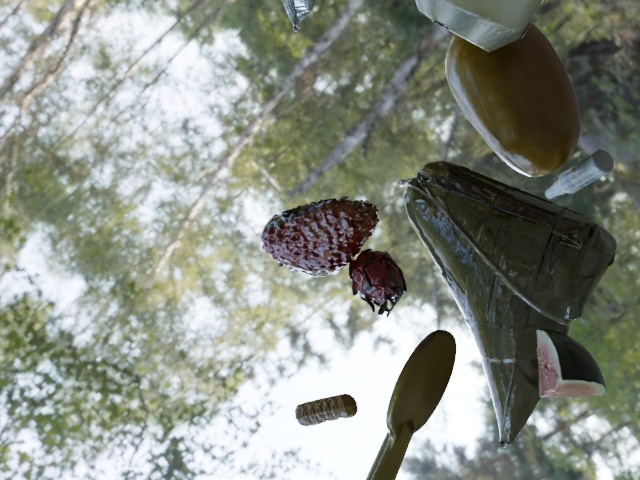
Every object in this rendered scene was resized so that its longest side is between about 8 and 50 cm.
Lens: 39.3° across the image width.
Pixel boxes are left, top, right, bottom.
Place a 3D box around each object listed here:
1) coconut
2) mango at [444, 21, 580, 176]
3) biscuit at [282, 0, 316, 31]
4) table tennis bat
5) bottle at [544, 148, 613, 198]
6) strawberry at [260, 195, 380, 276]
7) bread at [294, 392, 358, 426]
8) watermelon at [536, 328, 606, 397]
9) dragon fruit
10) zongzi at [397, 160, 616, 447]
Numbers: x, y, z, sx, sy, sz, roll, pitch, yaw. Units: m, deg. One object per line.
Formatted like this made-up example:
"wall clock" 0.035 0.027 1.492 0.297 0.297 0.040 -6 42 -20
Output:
"coconut" 0.357 -0.580 1.928 0.323 0.323 0.323 45 -164 -17
"mango" 0.461 -0.348 2.124 0.300 0.232 0.446 2 -123 -35
"biscuit" -0.021 -0.662 2.100 0.079 0.309 0.186 16 172 6
"table tennis bat" 0.157 0.305 1.572 0.050 0.321 0.198 25 -178 30
"bottle" 0.599 -0.147 2.108 0.060 0.060 0.217 50 152 -1
"strawberry" 0.000 0.000 1.963 0.233 0.306 0.138 6 -105 -17
"bread" 0.011 0.354 1.869 0.044 0.157 0.052 13 -116 -50
"watermelon" 0.356 0.198 1.286 0.135 0.094 0.125 37 -168 -20
"dragon fruit" 0.122 0.088 1.958 0.142 0.130 0.121 34 173 -13
"zongzi" 0.267 0.093 1.796 0.499 0.467 0.218 28 180 29
